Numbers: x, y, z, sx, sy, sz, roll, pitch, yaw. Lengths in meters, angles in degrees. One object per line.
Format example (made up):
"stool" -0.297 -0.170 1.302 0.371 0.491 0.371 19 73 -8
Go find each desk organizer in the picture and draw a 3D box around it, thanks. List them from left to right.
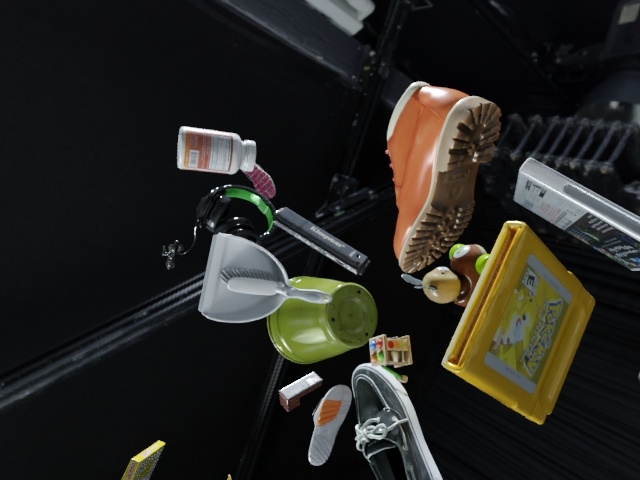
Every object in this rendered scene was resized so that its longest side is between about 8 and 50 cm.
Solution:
"desk organizer" -0.058 0.450 1.353 0.130 0.047 0.050 -20 -57 -33

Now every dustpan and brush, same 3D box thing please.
"dustpan and brush" -0.084 0.077 0.761 0.210 0.060 0.148 10 -79 -22

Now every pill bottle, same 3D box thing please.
"pill bottle" -0.303 -0.258 1.325 0.215 0.121 0.121 3 -76 -21

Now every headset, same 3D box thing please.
"headset" -0.320 -0.035 1.469 0.394 0.243 0.185 -30 -19 -44

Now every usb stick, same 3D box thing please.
"usb stick" 0.000 0.000 1.164 0.045 0.277 0.077 -63 -12 23

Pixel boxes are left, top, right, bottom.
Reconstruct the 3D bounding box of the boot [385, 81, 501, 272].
"boot" 0.085 -0.050 0.380 0.059 0.084 0.158 -11 -52 -31

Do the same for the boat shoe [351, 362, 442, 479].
"boat shoe" 0.118 0.369 0.840 0.104 0.307 0.113 14 -47 -41

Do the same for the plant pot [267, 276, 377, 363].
"plant pot" 0.031 0.303 1.791 0.366 0.352 0.367 8 -105 -32

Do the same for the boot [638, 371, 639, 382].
"boot" 0.903 0.413 1.145 0.207 0.246 0.094 -26 -78 -29

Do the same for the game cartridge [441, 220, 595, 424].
"game cartridge" 0.387 0.165 0.843 0.323 0.052 0.286 34 -102 -30

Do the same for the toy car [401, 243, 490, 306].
"toy car" 0.290 0.086 1.050 0.188 0.155 0.149 -2 -80 -11

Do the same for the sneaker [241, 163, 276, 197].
"sneaker" -0.201 -0.206 1.506 0.063 0.170 0.075 -44 -13 6

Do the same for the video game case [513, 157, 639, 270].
"video game case" 0.306 -0.024 0.520 0.022 0.173 0.190 -56 -20 8

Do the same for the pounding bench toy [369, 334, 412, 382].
"pounding bench toy" 0.128 0.221 0.842 0.065 0.052 0.084 7 -114 -25

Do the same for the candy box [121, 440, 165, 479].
"candy box" -0.456 0.583 1.150 0.206 0.027 0.105 100 -165 -77

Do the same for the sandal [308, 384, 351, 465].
"sandal" 0.013 0.596 1.496 0.101 0.076 0.266 26 -99 -23

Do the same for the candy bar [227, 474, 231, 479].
"candy bar" -0.290 0.827 1.459 0.018 0.040 0.162 -7 -67 -21
